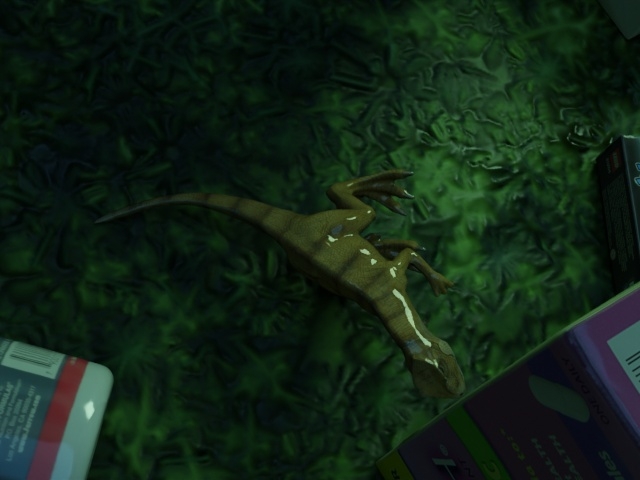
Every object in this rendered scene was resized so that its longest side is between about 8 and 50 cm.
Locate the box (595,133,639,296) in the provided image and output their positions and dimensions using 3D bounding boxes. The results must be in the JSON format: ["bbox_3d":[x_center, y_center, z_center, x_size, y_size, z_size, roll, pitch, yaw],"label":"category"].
[{"bbox_3d":[0.230,0.041,0.666,0.114,0.036,0.207,3,68,-13],"label":"box"}]

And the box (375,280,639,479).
[{"bbox_3d":[0.155,0.136,0.495,0.117,0.243,0.214,-27,78,-22],"label":"box"}]

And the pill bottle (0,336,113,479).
[{"bbox_3d":[-0.191,0.085,0.503,0.180,0.108,0.108,16,66,-7],"label":"pill bottle"}]

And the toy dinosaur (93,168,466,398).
[{"bbox_3d":[0.000,0.000,0.599,0.211,0.064,0.112,31,34,25],"label":"toy dinosaur"}]

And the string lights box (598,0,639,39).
[{"bbox_3d":[0.276,-0.252,0.772,0.259,0.077,0.133,-28,79,-22],"label":"string lights box"}]
